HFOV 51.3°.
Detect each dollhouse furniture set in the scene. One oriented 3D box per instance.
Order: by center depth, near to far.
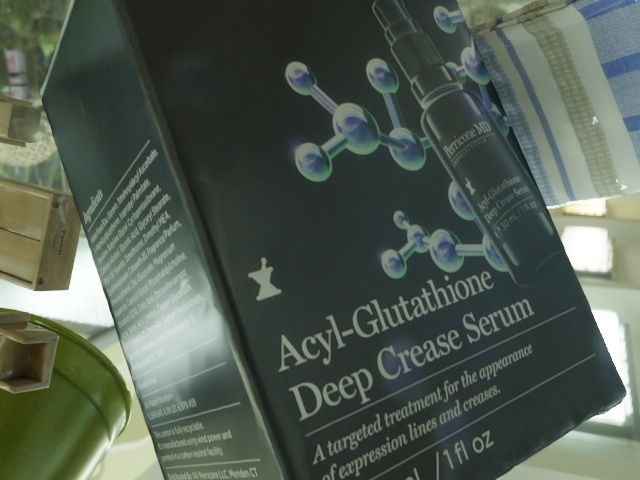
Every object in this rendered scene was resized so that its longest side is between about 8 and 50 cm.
[{"bbox_3d":[-0.416,-0.004,0.595,0.173,0.303,0.355,14,-175,28],"label":"dollhouse furniture set"}]

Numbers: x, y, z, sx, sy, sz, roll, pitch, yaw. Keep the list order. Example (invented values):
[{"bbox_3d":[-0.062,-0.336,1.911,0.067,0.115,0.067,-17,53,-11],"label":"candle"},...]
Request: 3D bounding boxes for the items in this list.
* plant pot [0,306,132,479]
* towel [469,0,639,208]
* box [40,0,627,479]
[{"bbox_3d":[-0.535,0.356,1.040,0.366,0.367,0.353,1,-144,9],"label":"plant pot"},{"bbox_3d":[0.207,-0.120,0.653,0.285,0.209,0.034,-8,-152,49],"label":"towel"},{"bbox_3d":[0.000,0.000,0.522,0.293,0.396,0.212,-16,170,-35],"label":"box"}]
